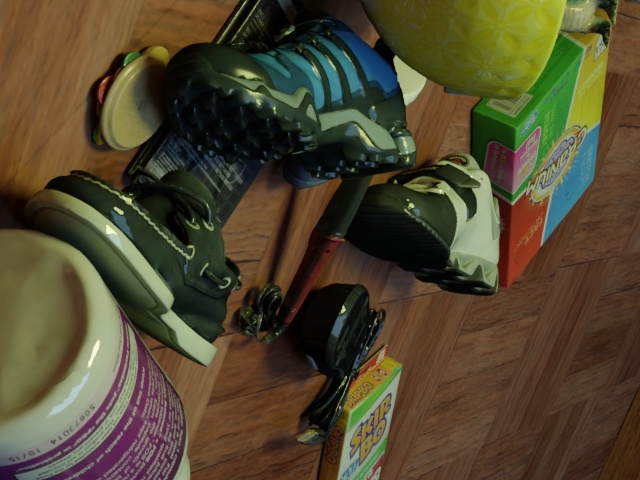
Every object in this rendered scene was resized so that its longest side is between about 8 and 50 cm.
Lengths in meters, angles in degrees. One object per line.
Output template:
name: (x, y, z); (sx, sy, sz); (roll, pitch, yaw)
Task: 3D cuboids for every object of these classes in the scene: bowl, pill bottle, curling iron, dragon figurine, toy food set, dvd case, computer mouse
bowl: (0.090, -0.263, 1.224); (0.156, 0.289, 0.290); (-2, 128, -12)
pill bottle: (-0.196, 0.132, 1.085); (0.169, 0.169, 0.301); (-54, 154, -19)
curling iron: (0.000, 0.000, 1.420); (0.274, 0.035, 0.068); (-56, 159, 24)
dragon figurine: (0.278, -0.295, 1.681); (0.289, 0.144, 0.085); (-63, 163, -52)
toy food set: (-0.145, -0.109, 1.119); (0.082, 0.020, 0.083); (-26, 138, -52)
dvd case: (-0.073, -0.112, 1.260); (0.221, 0.018, 0.164); (-57, 154, -11)
computer mouse: (0.001, 0.136, 1.614); (0.184, 0.060, 0.262); (-65, 167, -6)

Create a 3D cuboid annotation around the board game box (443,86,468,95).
board game box: (0.167, -0.289, 1.441); (0.165, 0.042, 0.243); (-76, 175, -53)

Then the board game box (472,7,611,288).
board game box: (0.286, -0.123, 1.898); (0.242, 0.064, 0.317); (-48, 152, -29)

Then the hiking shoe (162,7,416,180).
hiking shoe: (-0.031, -0.133, 1.210); (0.304, 0.113, 0.132); (12, 70, -57)

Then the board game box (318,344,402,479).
board game box: (0.046, 0.263, 1.858); (0.124, 0.039, 0.259); (-36, 142, -46)

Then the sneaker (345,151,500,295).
sneaker: (0.123, -0.040, 1.629); (0.330, 0.122, 0.146); (30, 69, -65)

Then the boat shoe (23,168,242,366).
boat shoe: (-0.127, 0.001, 1.141); (0.113, 0.127, 0.340); (-58, 157, -13)

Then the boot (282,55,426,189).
boot: (0.030, -0.120, 1.416); (0.190, 0.069, 0.086); (-34, 159, -46)
